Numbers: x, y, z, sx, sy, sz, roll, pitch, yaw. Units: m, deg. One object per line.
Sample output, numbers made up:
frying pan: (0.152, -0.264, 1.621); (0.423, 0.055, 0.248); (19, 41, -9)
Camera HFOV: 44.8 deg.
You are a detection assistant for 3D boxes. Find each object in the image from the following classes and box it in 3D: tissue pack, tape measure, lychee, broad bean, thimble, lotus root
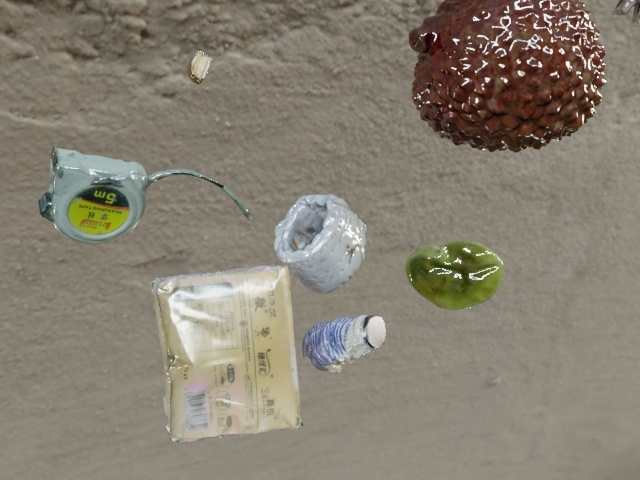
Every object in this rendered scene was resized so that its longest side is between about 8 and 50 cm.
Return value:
tissue pack: (-0.145, 0.173, 1.198); (0.215, 0.256, 0.123); (-5, -178, -9)
tape measure: (-0.277, -0.059, 1.251); (0.330, 0.084, 0.164); (10, 129, -31)
lychee: (0.292, -0.278, 1.231); (0.331, 0.306, 0.306); (20, 131, -14)
broad bean: (0.282, 0.072, 1.653); (0.072, 0.207, 0.153); (-22, 117, -56)
thimble: (0.000, 0.002, 1.354); (0.127, 0.151, 0.118); (1, 145, 40)
lotus root: (-0.231, -0.321, 1.456); (0.037, 0.083, 0.030); (29, 129, -19)

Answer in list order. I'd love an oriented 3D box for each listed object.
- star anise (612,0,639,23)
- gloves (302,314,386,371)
star anise: (0.666, -0.517, 1.546); (0.229, 0.093, 0.236); (-27, 125, 28)
gloves: (0.032, 0.195, 1.500); (0.097, 0.119, 0.229); (35, 141, -15)
